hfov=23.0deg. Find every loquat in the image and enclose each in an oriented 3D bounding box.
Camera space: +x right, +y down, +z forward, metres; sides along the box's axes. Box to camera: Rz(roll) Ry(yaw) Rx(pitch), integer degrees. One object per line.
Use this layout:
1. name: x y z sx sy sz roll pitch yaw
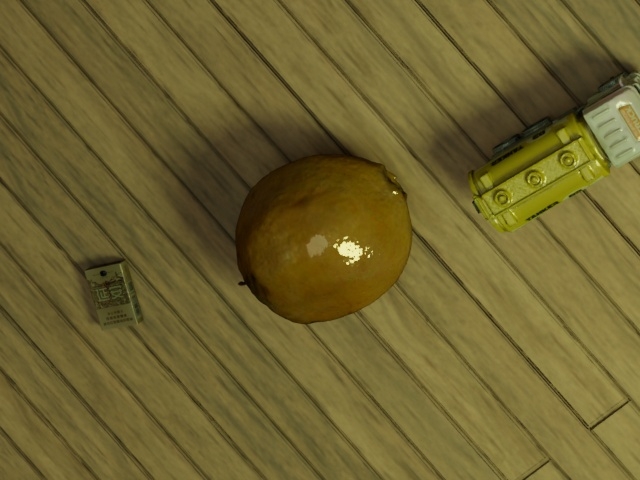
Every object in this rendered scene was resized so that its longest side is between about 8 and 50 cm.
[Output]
1. loquat: 0.000 0.000 1.841 0.234 0.176 0.187 -30 78 18

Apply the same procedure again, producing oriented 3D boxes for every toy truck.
1. toy truck: 0.278 -0.094 1.761 0.227 0.114 0.098 -31 94 20

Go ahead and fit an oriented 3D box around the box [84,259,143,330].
1. box: -0.263 0.070 2.007 0.053 0.024 0.083 -13 102 18
